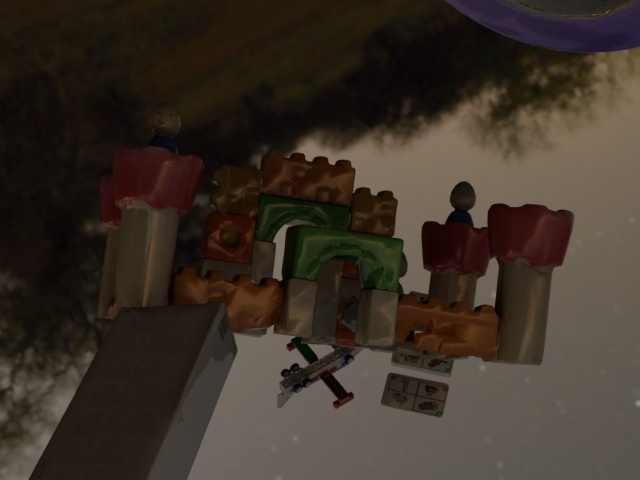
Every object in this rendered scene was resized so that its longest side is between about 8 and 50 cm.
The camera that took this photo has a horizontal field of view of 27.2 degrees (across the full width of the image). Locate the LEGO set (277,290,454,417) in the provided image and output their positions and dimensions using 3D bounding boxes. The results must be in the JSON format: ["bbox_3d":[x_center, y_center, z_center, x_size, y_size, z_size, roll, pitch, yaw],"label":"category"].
[{"bbox_3d":[0.049,0.137,1.667,0.244,0.060,0.182,10,-129,9],"label":"LEGO set"}]

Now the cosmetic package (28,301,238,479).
[{"bbox_3d":[-0.145,0.143,1.045,0.099,0.060,0.239,-2,-147,15],"label":"cosmetic package"}]

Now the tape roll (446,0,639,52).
[{"bbox_3d":[0.194,-0.275,1.066,0.275,0.275,0.090,-17,-137,53],"label":"tape roll"}]

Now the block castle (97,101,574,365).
[{"bbox_3d":[0.000,0.000,1.365,0.454,0.212,0.303,8,174,-12],"label":"block castle"}]
